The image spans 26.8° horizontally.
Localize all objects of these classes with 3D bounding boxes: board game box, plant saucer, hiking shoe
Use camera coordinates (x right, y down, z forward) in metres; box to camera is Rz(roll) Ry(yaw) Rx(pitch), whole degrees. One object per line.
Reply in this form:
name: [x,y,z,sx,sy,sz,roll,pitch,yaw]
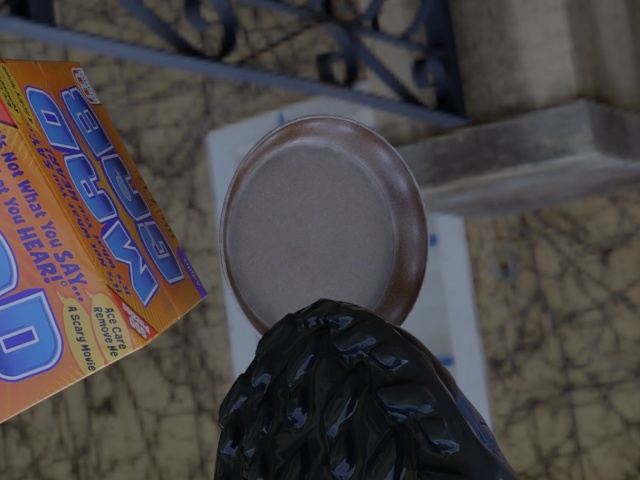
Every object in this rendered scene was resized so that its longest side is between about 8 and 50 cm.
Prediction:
board game box: [-0.405,0.022,1.628,0.356,0.356,0.356,-29,-177,10]
plant saucer: [0.000,0.000,1.673,0.311,0.310,0.050,-2,179,-35]
hiking shoe: [0.064,0.157,0.434,0.113,0.304,0.132,-38,153,20]
